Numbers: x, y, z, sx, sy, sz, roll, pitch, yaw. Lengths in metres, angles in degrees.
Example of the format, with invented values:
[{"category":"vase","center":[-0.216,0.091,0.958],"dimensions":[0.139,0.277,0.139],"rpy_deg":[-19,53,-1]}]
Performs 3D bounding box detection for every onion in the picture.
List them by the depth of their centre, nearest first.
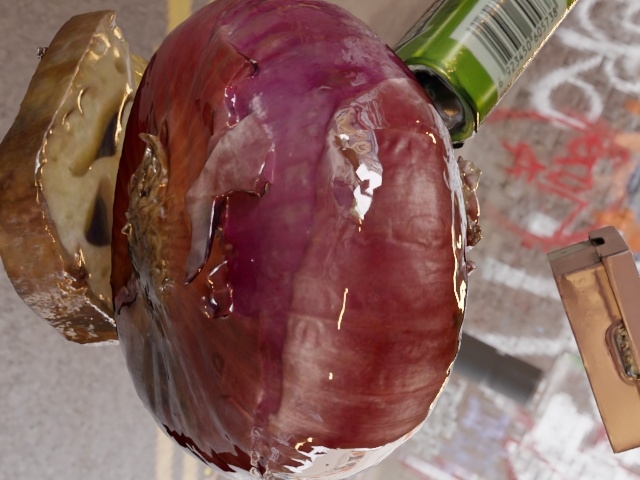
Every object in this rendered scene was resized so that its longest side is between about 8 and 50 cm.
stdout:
[{"category":"onion","center":[0.000,0.000,0.915],"dimensions":[0.285,0.347,0.348],"rpy_deg":[-6,131,-28]}]

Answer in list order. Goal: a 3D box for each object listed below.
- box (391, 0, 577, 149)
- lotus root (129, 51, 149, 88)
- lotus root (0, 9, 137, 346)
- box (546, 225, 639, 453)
[{"category":"box","center":[0.160,-0.215,1.197],"dimensions":[0.134,0.097,0.345],"rpy_deg":[-18,-153,53]},{"category":"lotus root","center":[-0.278,-0.214,1.809],"dimensions":[0.097,0.110,0.258],"rpy_deg":[-36,161,10]},{"category":"lotus root","center":[-0.190,-0.037,1.049],"dimensions":[0.170,0.074,0.261],"rpy_deg":[-40,123,-56]},{"category":"box","center":[0.320,0.106,1.435],"dimensions":[0.215,0.086,0.215],"rpy_deg":[-42,113,-79]}]
